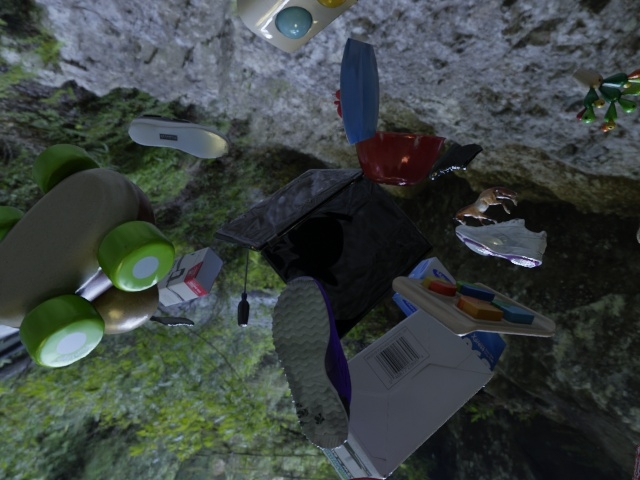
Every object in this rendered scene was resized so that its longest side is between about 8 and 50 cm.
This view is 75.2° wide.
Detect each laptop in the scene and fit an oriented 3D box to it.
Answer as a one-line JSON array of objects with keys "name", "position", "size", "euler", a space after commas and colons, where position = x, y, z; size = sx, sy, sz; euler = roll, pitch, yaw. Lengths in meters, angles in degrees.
[{"name": "laptop", "position": [0.000, 0.000, 1.103], "size": [0.407, 0.381, 0.237], "euler": [12, -47, 51]}]

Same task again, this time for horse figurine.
[{"name": "horse figurine", "position": [0.730, -0.147, 1.810], "size": [0.263, 0.174, 0.066], "euler": [-58, 178, 42]}]

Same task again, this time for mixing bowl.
[{"name": "mixing bowl", "position": [0.148, -0.160, 0.815], "size": [0.181, 0.181, 0.099], "euler": [-133, -134, -71]}]

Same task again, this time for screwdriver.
[{"name": "screwdriver", "position": [-0.155, 0.096, 0.851], "size": [0.025, 0.024, 0.170], "euler": [114, -22, -51]}]

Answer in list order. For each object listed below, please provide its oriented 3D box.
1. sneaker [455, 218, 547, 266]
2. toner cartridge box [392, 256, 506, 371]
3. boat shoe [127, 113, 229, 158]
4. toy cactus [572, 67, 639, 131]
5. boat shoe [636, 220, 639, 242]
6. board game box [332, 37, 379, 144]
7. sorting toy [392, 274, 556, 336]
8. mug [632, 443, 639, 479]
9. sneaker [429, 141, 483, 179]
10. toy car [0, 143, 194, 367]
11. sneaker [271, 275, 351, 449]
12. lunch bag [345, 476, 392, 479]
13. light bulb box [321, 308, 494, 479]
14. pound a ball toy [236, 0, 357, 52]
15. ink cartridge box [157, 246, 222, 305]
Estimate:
[{"name": "sneaker", "position": [0.638, -0.014, 1.473], "size": [0.304, 0.114, 0.152], "euler": [20, -100, 30]}, {"name": "toner cartridge box", "position": [0.374, 0.233, 1.192], "size": [0.165, 0.348, 0.075], "euler": [-46, -171, -32]}, {"name": "boat shoe", "position": [-0.330, -0.255, 0.990], "size": [0.076, 0.228, 0.080], "euler": [-97, -165, -47]}, {"name": "toy cactus", "position": [0.755, -0.394, 1.102], "size": [0.219, 0.112, 0.181], "euler": [-40, -118, 5]}, {"name": "boat shoe", "position": [1.031, -0.145, 1.210], "size": [0.123, 0.123, 0.343], "euler": [-67, 167, -61]}, {"name": "board game box", "position": [0.045, -0.212, 0.597], "size": [0.168, 0.033, 0.134], "euler": [-39, 129, -59]}, {"name": "sorting toy", "position": [0.255, 0.102, 0.701], "size": [0.193, 0.208, 0.038], "euler": [36, -62, 60]}, {"name": "mug", "position": [0.839, 0.605, 1.018], "size": [0.113, 0.150, 0.170], "euler": [157, -54, -71]}, {"name": "sneaker", "position": [0.437, -0.251, 1.347], "size": [0.089, 0.051, 0.170], "euler": [44, -75, 26]}, {"name": "toy car", "position": [-0.192, 0.032, 0.401], "size": [0.149, 0.155, 0.188], "euler": [-47, 153, -8]}, {"name": "sneaker", "position": [-0.006, 0.202, 0.753], "size": [0.146, 0.102, 0.294], "euler": [-30, 110, -75]}, {"name": "lunch bag", "position": [0.087, 0.472, 0.629], "size": [0.258, 0.293, 0.120], "euler": [-42, -153, 33]}, {"name": "light bulb box", "position": [0.167, 0.399, 1.044], "size": [0.225, 0.357, 0.361], "euler": [51, -28, 22]}, {"name": "pound a ball toy", "position": [0.056, -0.393, 0.601], "size": [0.319, 0.208, 0.136], "euler": [-19, -110, 39]}, {"name": "ink cartridge box", "position": [-0.335, 0.091, 1.040], "size": [0.150, 0.063, 0.109], "euler": [-17, -142, 25]}]
